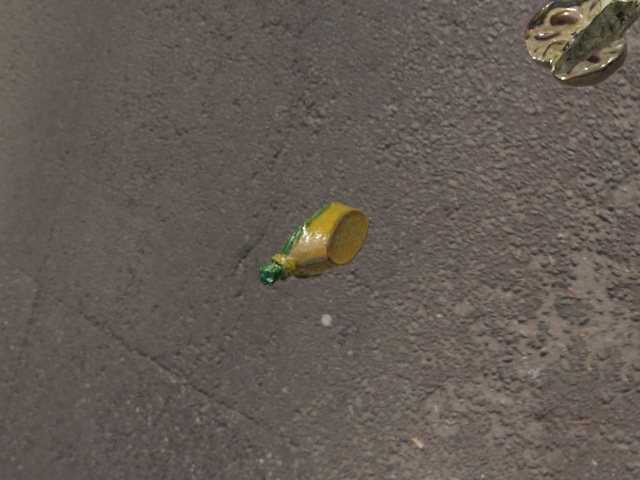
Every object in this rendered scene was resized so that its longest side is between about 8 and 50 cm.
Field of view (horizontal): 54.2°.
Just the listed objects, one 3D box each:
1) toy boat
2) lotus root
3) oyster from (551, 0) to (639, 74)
[{"bbox_3d":[0.000,0.000,0.894,0.088,0.229,0.088,-6,111,30],"label":"toy boat"},{"bbox_3d":[0.563,-0.417,1.375,0.199,0.180,0.188,-5,80,24],"label":"lotus root"},{"bbox_3d":[0.446,-0.335,1.008,0.072,0.133,0.209,37,149,7],"label":"oyster"}]
